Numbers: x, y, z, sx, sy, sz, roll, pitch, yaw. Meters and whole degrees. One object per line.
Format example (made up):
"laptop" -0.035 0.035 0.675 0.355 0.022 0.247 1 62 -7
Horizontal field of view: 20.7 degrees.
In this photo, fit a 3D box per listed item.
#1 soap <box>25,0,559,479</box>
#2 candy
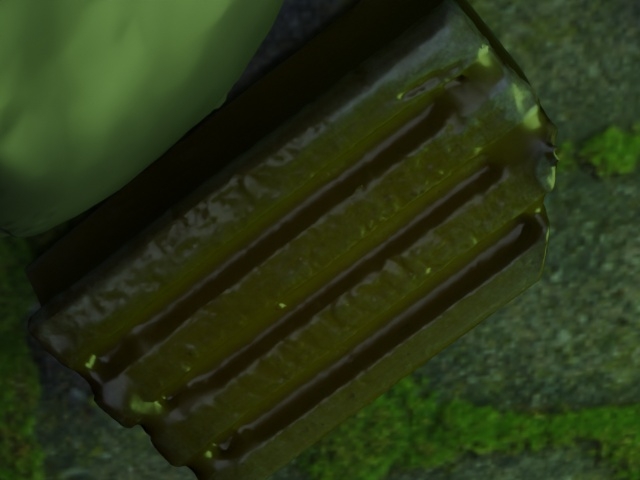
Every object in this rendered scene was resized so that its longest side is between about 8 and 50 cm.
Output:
"soap" 0.000 0.000 0.776 0.232 0.073 0.140 -37 123 12
"candy" -0.105 -0.137 0.584 0.295 0.185 0.295 -45 153 -30
